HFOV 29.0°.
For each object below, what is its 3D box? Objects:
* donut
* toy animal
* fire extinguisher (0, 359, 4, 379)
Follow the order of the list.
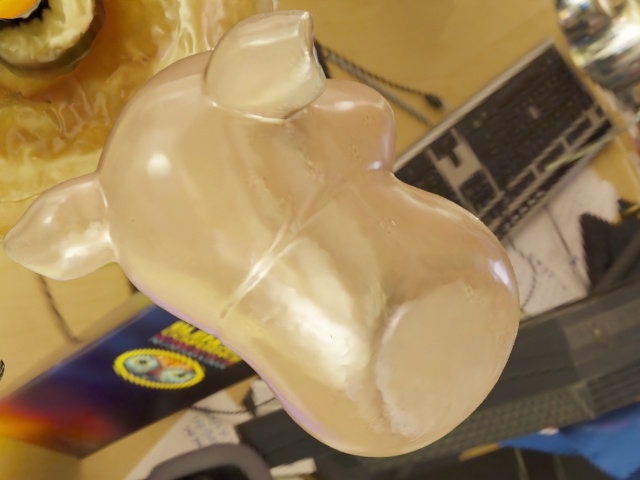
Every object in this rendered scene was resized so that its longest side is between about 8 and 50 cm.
[{"bbox_3d":[-0.236,-0.186,0.968,0.448,0.449,0.198,10,24,-37],"label":"donut"},{"bbox_3d":[-0.005,0.010,0.606,0.250,0.166,0.154,39,4,-32],"label":"toy animal"},{"bbox_3d":[-0.351,0.086,0.644,0.376,0.200,0.113,34,12,-51],"label":"fire extinguisher"}]
